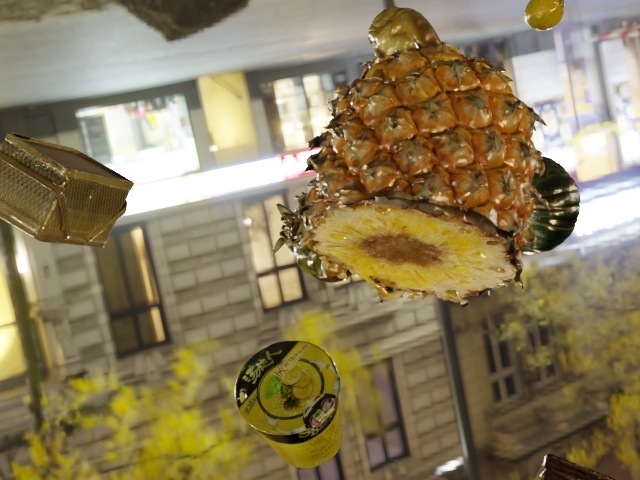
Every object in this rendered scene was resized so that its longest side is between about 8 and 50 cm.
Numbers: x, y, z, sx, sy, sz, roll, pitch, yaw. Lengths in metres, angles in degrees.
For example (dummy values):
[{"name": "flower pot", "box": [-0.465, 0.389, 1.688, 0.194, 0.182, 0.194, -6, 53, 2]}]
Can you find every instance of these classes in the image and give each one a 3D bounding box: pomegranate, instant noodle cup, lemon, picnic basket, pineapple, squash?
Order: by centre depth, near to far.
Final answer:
[{"name": "pineapple", "box": [0.133, -0.092, 1.324, 0.352, 0.300, 0.352, 6, 148, 4]}, {"name": "lemon", "box": [0.382, -0.390, 1.654, 0.062, 0.062, 0.083, -15, 178, -34]}, {"name": "pomegranate", "box": [0.006, 0.002, 1.740, 0.148, 0.148, 0.169, -7, 166, 36]}, {"name": "picnic basket", "box": [-0.476, -0.088, 1.769, 0.165, 0.139, 0.267, 29, -175, 15]}, {"name": "instant noodle cup", "box": [-0.044, 0.349, 1.984, 0.215, 0.215, 0.236, -7, 142, 9]}, {"name": "squash", "box": [0.458, -0.080, 2.102, 0.172, 0.218, 0.218, -13, -174, -23]}]

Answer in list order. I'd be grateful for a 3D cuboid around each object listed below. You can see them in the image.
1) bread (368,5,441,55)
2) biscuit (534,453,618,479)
[{"name": "bread", "box": [0.172, -0.300, 1.666, 0.128, 0.232, 0.088, -23, 170, -33]}, {"name": "biscuit", "box": [0.286, 0.394, 1.220, 0.106, 0.252, 0.070, 21, -156, 8]}]
